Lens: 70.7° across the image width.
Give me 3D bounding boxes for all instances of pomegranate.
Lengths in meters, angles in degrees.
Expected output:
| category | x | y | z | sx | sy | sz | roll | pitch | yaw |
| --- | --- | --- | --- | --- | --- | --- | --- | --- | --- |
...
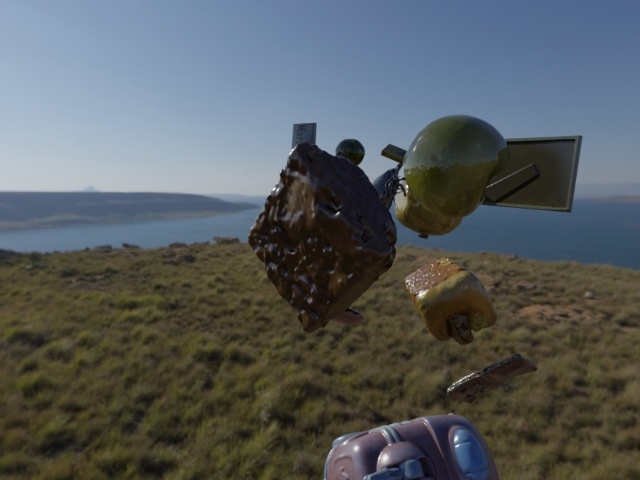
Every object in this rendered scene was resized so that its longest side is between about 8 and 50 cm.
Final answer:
| category | x | y | z | sx | sy | sz | roll | pitch | yaw |
| --- | --- | --- | --- | --- | --- | --- | --- | --- | --- |
| pomegranate | 0.486 | -0.167 | 2.048 | 0.332 | 0.333 | 0.332 | 0 | 6 | 0 |
| pomegranate | 0.117 | -0.358 | 1.833 | 0.130 | 0.130 | 0.130 | 0 | 6 | 0 |

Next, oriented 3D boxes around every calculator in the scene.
| category | x | y | z | sx | sy | sz | roll | pitch | yaw |
| --- | --- | --- | --- | --- | --- | --- | --- | --- | --- |
| calculator | 0.086 | 0.290 | 1.741 | 0.166 | 0.024 | 0.103 | 18 | -40 | -13 |

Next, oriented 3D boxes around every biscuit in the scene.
| category | x | y | z | sx | sy | sz | roll | pitch | yaw |
| --- | --- | --- | --- | --- | --- | --- | --- | --- | --- |
| biscuit | 0.000 | 0.000 | 1.118 | 0.166 | 0.343 | 0.395 | -18 | -22 | -38 |

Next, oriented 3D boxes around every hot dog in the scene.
| category | x | y | z | sx | sy | sz | roll | pitch | yaw |
| --- | --- | --- | --- | --- | --- | --- | --- | --- | --- |
| hot dog | 0.385 | 0.186 | 1.343 | 0.185 | 0.223 | 0.405 | -33 | 0 | 7 |

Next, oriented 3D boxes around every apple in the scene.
| category | x | y | z | sx | sy | sz | roll | pitch | yaw |
| --- | --- | --- | --- | --- | --- | --- | --- | --- | --- |
| apple | 0.371 | -0.210 | 1.304 | 0.258 | 0.295 | 0.233 | 37 | 38 | 19 |

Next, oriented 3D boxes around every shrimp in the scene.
| category | x | y | z | sx | sy | sz | roll | pitch | yaw |
| --- | --- | --- | --- | --- | --- | --- | --- | --- | --- |
| shrimp | 0.293 | -0.227 | 1.900 | 0.145 | 0.343 | 0.116 | 34 | -9 | 14 |

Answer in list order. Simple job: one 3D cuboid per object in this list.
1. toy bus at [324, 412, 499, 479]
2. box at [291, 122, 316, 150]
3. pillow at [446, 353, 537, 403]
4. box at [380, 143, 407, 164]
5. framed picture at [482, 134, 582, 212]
| category | x | y | z | sx | sy | sz | roll | pitch | yaw |
| --- | --- | --- | --- | --- | --- | --- | --- | --- | --- |
| toy bus | 0.157 | 0.386 | 0.734 | 0.294 | 0.197 | 0.232 | -2 | -37 | -16 |
| box | -0.073 | -0.411 | 1.923 | 0.115 | 0.177 | 0.036 | 6 | 5 | 35 |
| pillow | 0.457 | 0.370 | 1.209 | 0.126 | 0.043 | 0.232 | 26 | -53 | -38 |
| box | 0.294 | -0.290 | 1.574 | 0.155 | 0.023 | 0.087 | 26 | 40 | 13 |
| framed picture | 0.608 | -0.200 | 1.345 | 0.020 | 0.211 | 0.289 | 1 | 7 | -40 |
